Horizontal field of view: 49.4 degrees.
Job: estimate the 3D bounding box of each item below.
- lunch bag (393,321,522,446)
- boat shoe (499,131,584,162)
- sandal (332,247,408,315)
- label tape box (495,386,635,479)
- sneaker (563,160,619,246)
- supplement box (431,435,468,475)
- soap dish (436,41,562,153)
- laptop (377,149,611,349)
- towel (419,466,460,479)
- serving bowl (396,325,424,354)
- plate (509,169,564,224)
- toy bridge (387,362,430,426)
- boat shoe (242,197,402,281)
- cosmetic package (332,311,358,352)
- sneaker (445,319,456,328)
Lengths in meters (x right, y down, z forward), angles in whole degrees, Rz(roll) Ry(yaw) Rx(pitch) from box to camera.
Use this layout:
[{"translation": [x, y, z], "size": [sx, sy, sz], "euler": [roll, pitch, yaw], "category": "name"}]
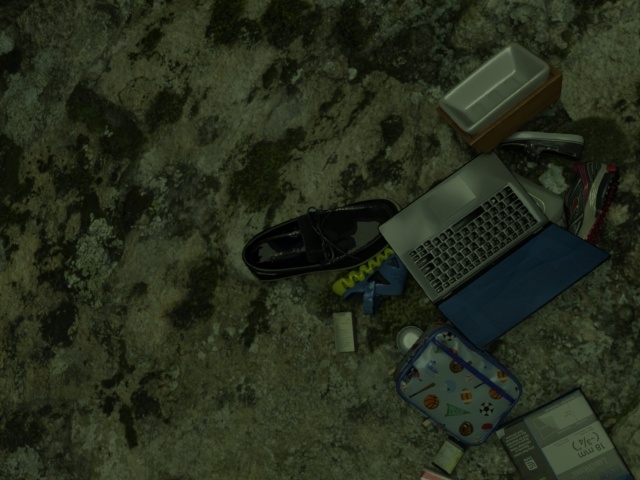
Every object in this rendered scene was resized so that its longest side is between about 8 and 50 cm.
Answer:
[{"translation": [0.351, 0.362, 1.805], "size": [0.303, 0.115, 0.243], "euler": [38, 96, -3], "category": "lunch bag"}, {"translation": [0.594, -0.248, 1.890], "size": [0.228, 0.080, 0.076], "euler": [5, 82, 11], "category": "boat shoe"}, {"translation": [0.193, 0.099, 1.953], "size": [0.317, 0.126, 0.138], "euler": [-37, 77, 19], "category": "sandal"}, {"translation": [0.632, 0.572, 1.742], "size": [0.241, 0.106, 0.333], "euler": [-31, 74, 12], "category": "label tape box"}, {"translation": [0.681, -0.062, 1.818], "size": [0.112, 0.121, 0.299], "euler": [19, 81, 33], "category": "sneaker"}, {"translation": [0.345, 0.568, 1.848], "size": [0.056, 0.083, 0.083], "euler": [32, 94, 19], "category": "supplement box"}, {"translation": [0.482, -0.382, 1.876], "size": [0.291, 0.118, 0.229], "euler": [-38, 37, 10], "category": "soap dish"}, {"translation": [0.413, 0.001, 1.744], "size": [0.382, 0.236, 0.408], "euler": [-35, 80, -1], "category": "laptop"}, {"translation": [0.314, 0.725, 1.869], "size": [0.144, 0.029, 0.197], "euler": [19, 86, 20], "category": "towel"}, {"translation": [0.257, 0.282, 1.947], "size": [0.083, 0.027, 0.083], "euler": [-3, 81, 19], "category": "serving bowl"}, {"translation": [0.488, -0.059, 1.911], "size": [0.277, 0.045, 0.278], "euler": [32, 92, 20], "category": "plate"}, {"translation": [0.260, 0.419, 1.928], "size": [0.063, 0.026, 0.188], "euler": [-37, 73, 8], "category": "toy bridge"}, {"translation": [0.000, 0.000, 2.007], "size": [0.500, 0.156, 0.186], "euler": [-16, 76, 14], "category": "boat shoe"}, {"translation": [0.072, 0.264, 2.004], "size": [0.060, 0.041, 0.115], "euler": [-6, 81, 18], "category": "cosmetic package"}, {"translation": [0.367, 0.247, 1.886], "size": [0.085, 0.086, 0.237], "euler": [36, 93, 21], "category": "sneaker"}]
